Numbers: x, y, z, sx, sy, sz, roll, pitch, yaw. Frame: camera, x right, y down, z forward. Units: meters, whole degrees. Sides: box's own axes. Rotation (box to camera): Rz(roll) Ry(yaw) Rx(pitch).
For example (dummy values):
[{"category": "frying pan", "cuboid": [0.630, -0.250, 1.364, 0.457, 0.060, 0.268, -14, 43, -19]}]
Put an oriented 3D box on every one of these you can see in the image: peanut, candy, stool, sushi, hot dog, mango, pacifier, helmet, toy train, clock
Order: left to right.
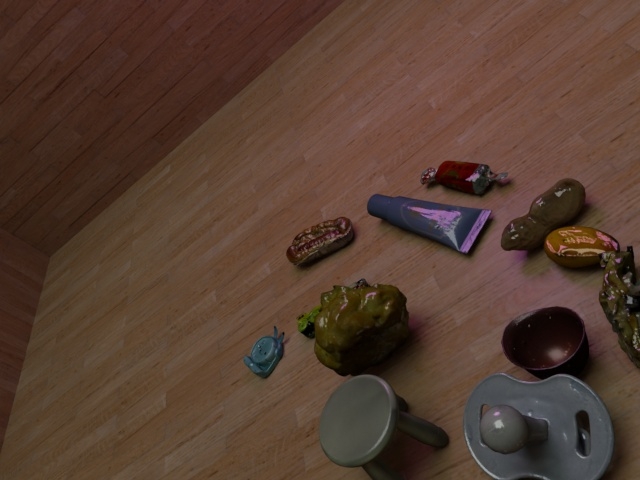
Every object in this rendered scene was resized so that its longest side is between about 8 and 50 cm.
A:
[{"category": "clock", "cuboid": [-0.158, 0.327, 1.818, 0.147, 0.045, 0.108, -53, 37, -8]}, {"category": "hot dog", "cuboid": [0.000, 0.000, 1.940, 0.252, 0.069, 0.131, -25, 41, 28]}, {"category": "toy train", "cuboid": [0.039, 0.188, 1.735, 0.249, 0.053, 0.085, -35, 31, 17]}, {"category": "stool", "cuboid": [0.128, 0.415, 1.301, 0.195, 0.198, 0.195, -52, 33, -7]}, {"category": "candy", "cuboid": [0.394, -0.178, 1.700, 0.292, 0.059, 0.086, 16, 66, 51]}, {"category": "pacifier", "cuboid": [0.360, 0.352, 1.098, 0.287, 0.225, 0.239, -6, 71, 45]}, {"category": "peanut", "cuboid": [0.513, -0.053, 1.416, 0.228, 0.104, 0.086, -44, 43, 9]}, {"category": "helmet", "cuboid": [0.455, 0.220, 1.214, 0.175, 0.106, 0.155, 1, 48, 50]}, {"category": "mango", "cuboid": [0.563, 0.015, 1.323, 0.101, 0.066, 0.187, -50, 27, -21]}, {"category": "sushi", "cuboid": [0.595, 0.129, 1.133, 0.131, 0.139, 0.291, -18, 43, 25]}]

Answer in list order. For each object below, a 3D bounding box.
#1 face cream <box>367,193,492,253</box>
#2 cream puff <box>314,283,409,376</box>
[{"category": "face cream", "cuboid": [0.283, -0.064, 1.693, 0.385, 0.086, 0.136, 19, 72, 48]}, {"category": "cream puff", "cuboid": [0.091, 0.192, 1.489, 0.282, 0.282, 0.185, -45, 53, 5]}]
